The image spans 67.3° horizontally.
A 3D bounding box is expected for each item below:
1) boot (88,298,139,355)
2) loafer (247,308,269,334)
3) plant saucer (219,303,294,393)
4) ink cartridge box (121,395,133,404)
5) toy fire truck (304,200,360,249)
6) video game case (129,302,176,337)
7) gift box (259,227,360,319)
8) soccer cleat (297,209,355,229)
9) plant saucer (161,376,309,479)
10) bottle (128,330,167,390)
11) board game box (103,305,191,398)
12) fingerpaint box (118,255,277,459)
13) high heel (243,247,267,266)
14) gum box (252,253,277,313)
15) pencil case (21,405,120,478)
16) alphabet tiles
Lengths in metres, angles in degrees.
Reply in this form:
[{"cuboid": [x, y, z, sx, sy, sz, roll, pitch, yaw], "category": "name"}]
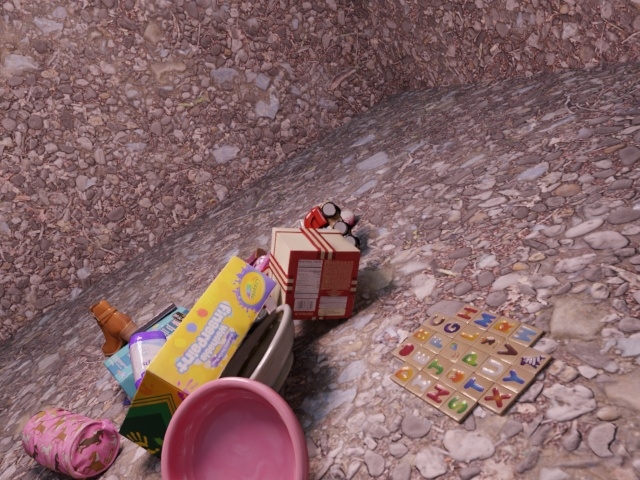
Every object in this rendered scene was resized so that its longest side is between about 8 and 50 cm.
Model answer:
[{"cuboid": [-0.906, 0.370, 2.038, 0.283, 0.220, 0.109, -28, 22, 40], "category": "boot"}, {"cuboid": [-0.265, 0.298, 1.643, 0.267, 0.084, 0.096, -14, 26, 40], "category": "loafer"}, {"cuboid": [-0.171, 0.356, 1.266, 0.400, 0.100, 0.400, -51, 8, 11], "category": "plant saucer"}, {"cuboid": [-0.568, 0.466, 1.681, 0.224, 0.045, 0.223, -17, 25, 27], "category": "ink cartridge box"}, {"cuboid": [0.000, 0.000, 1.802, 0.246, 0.217, 0.158, -32, -7, 8], "category": "toy fire truck"}, {"cuboid": [-0.656, 0.335, 1.928, 0.196, 0.026, 0.274, -39, -5, -19], "category": "video game case"}, {"cuboid": [-0.045, 0.110, 1.499, 0.255, 0.276, 0.258, 6, 17, -20], "category": "gift box"}, {"cuboid": [-0.005, -0.054, 1.983, 0.331, 0.143, 0.116, -35, 23, -15], "category": "soccer cleat"}, {"cuboid": [-0.169, 0.451, 0.986, 0.332, 0.332, 0.084, -23, -21, 15], "category": "plant saucer"}, {"cuboid": [-0.511, 0.419, 1.479, 0.118, 0.283, 0.092, -1, -37, -34], "category": "bottle"}, {"cuboid": [-0.572, 0.381, 1.700, 0.336, 0.079, 0.254, -37, 23, -27], "category": "board game box"}, {"cuboid": [-0.336, 0.316, 1.341, 0.371, 0.163, 0.445, -55, 4, 40], "category": "fingerpaint box"}, {"cuboid": [-0.282, 0.198, 1.890, 0.181, 0.127, 0.377, -51, 17, 27], "category": "high heel"}, {"cuboid": [-0.177, 0.151, 1.693, 0.062, 0.188, 0.107, -17, 26, 27], "category": "gum box"}, {"cuboid": [-0.769, 0.612, 1.476, 0.386, 0.167, 0.160, -8, -5, 41], "category": "pencil case"}, {"cuboid": [0.324, 0.261, 1.092, 0.285, 0.011, 0.342, -38, 24, -19], "category": "alphabet tiles"}]
